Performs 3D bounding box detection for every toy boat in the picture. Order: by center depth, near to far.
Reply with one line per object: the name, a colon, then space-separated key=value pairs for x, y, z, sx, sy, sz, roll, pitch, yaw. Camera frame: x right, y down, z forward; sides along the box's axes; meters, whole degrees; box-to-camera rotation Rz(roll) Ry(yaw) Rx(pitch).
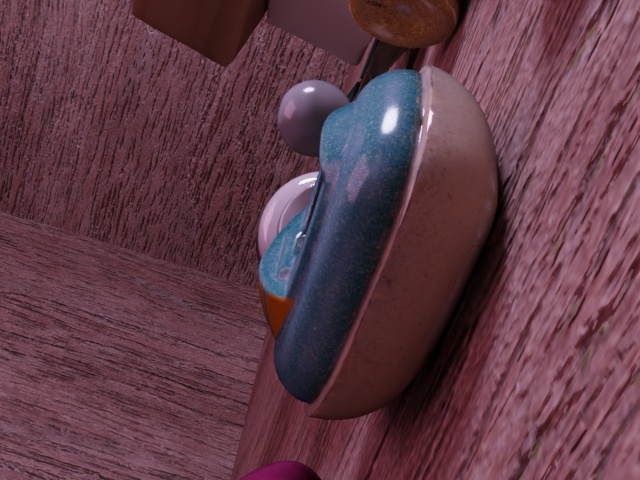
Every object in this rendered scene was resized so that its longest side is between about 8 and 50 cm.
toy boat: x=0.022 y=-0.026 z=0.572 sx=0.318 sy=0.148 sz=0.268 roll=-80 pitch=8 yaw=-57

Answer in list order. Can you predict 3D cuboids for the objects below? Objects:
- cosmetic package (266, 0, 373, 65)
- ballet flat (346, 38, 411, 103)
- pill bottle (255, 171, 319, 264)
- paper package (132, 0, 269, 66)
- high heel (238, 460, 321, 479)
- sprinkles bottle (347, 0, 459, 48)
cosmetic package: x=0.094 y=-0.505 z=1.065 sx=0.230 sy=0.161 sz=0.454 roll=132 pitch=164 yaw=-80
ballet flat: x=0.078 y=-0.220 z=1.113 sx=0.213 sy=0.068 sz=0.072 roll=-60 pitch=4 yaw=36
pill bottle: x=0.000 y=0.000 z=0.821 sx=0.245 sy=0.136 sz=0.137 roll=153 pitch=134 yaw=-84
paper package: x=-0.108 y=-0.459 z=1.025 sx=0.325 sy=0.168 sz=0.310 roll=120 pitch=173 yaw=-54
high heel: x=0.012 y=0.190 z=0.426 sx=0.181 sy=0.127 sz=0.377 roll=-43 pitch=6 yaw=11
sprinkles bottle: x=0.128 y=-0.392 z=0.848 sx=0.121 sy=0.121 sz=0.356 roll=119 pitch=167 yaw=-70
